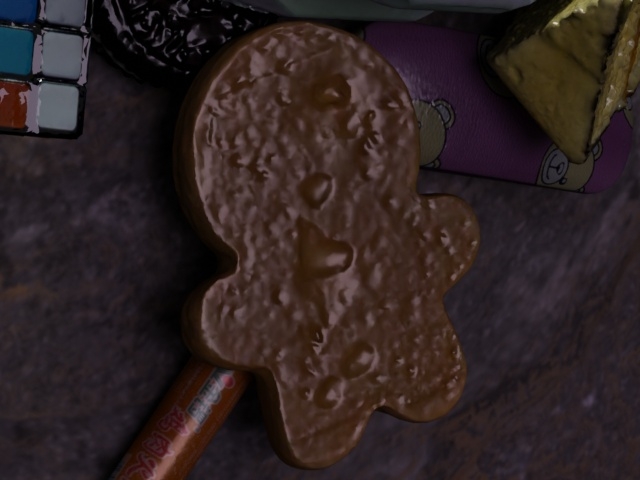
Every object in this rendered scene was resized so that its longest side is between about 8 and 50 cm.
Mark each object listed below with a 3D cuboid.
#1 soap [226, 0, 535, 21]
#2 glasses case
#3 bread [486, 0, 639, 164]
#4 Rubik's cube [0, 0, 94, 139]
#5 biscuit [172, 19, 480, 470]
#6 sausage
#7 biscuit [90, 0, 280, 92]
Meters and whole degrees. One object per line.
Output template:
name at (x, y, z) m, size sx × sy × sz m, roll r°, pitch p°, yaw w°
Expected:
soap at (0.051, -0.307, 1.557) m, size 0.446 × 0.156 × 0.261 m, roll -5°, pitch 93°, yaw -42°
glasses case at (0.146, -0.115, 1.720) m, size 0.316 × 0.076 × 0.123 m, roll 7°, pitch 88°, yaw -33°
bread at (0.243, -0.198, 1.697) m, size 0.266 × 0.142 × 0.178 m, roll -50°, pitch 140°, yaw -48°
Rubik's cube at (-0.263, -0.156, 1.413) m, size 0.155 × 0.151 × 0.154 m, roll 5°, pitch 92°, yaw -32°
biscuit at (-0.001, 0.000, 1.587) m, size 0.275 × 0.052 × 0.355 m, roll -25°, pitch 102°, yaw -25°
sausage at (-0.100, 0.133, 1.597) m, size 0.053 × 0.053 × 0.348 m, roll 43°, pitch 72°, yaw -28°
biscuit at (-0.112, -0.212, 1.561) m, size 0.194 × 0.053 × 0.194 m, roll -3°, pitch 95°, yaw -33°
